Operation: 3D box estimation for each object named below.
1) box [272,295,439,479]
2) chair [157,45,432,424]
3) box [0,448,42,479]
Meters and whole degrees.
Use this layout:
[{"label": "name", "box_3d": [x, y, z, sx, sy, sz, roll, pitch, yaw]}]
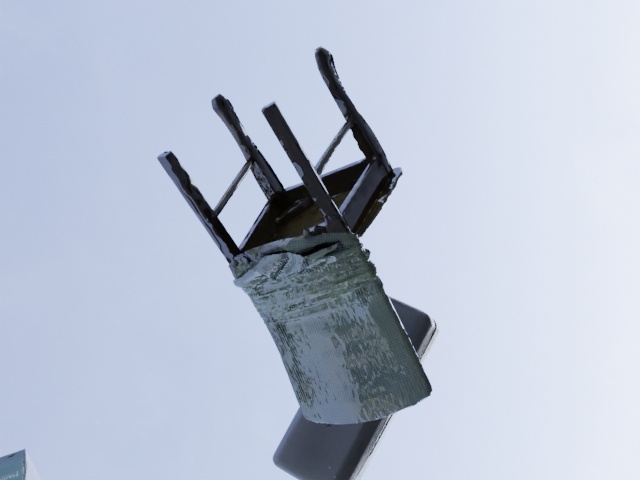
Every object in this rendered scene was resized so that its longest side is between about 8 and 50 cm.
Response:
[{"label": "box", "box_3d": [0.044, 0.182, 1.166, 0.243, 0.103, 0.055, -60, -30, -11]}, {"label": "chair", "box_3d": [0.000, 0.000, 0.963, 0.319, 0.160, 0.186, 59, -150, -20]}, {"label": "box", "box_3d": [-0.399, 0.334, 1.095, 0.199, 0.081, 0.135, -18, -59, -3]}]
